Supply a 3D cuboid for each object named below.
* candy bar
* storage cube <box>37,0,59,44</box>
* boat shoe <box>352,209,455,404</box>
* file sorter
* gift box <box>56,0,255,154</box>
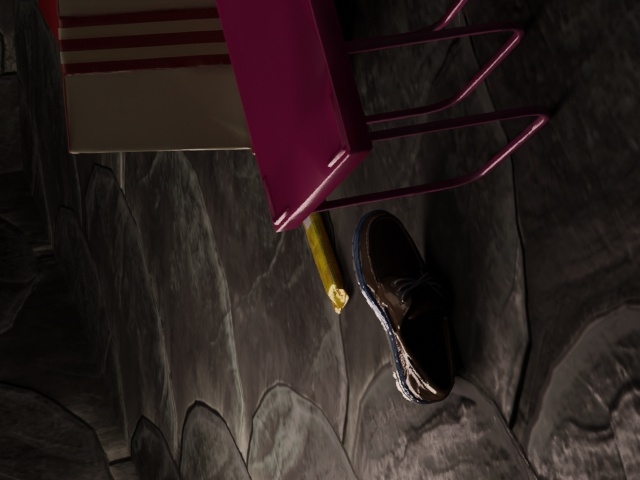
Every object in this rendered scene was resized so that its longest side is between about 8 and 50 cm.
[{"bbox_3d":[0.000,0.000,1.728,0.040,0.018,0.161,120,138,-58],"label":"candy bar"},{"bbox_3d":[-0.271,-0.370,2.089,0.193,0.184,0.215,-126,31,-57],"label":"storage cube"},{"bbox_3d":[0.085,0.056,1.442,0.066,0.066,0.183,-20,91,67],"label":"boat shoe"},{"bbox_3d":[0.038,-0.185,1.250,0.202,0.182,0.290,136,122,-67],"label":"file sorter"},{"bbox_3d":[-0.112,-0.202,1.551,0.276,0.258,0.255,-91,-1,-66],"label":"gift box"}]
